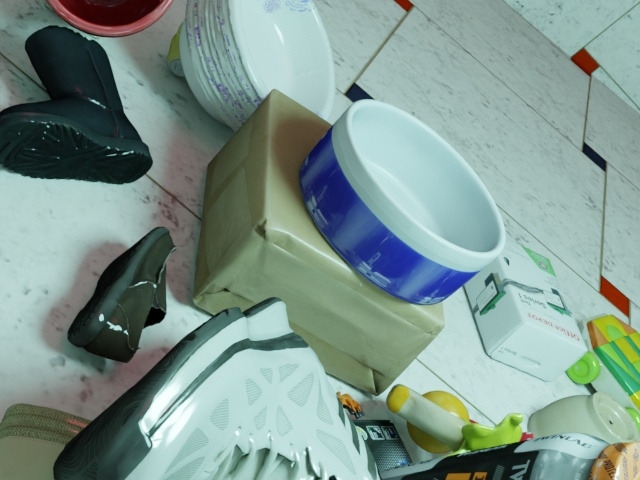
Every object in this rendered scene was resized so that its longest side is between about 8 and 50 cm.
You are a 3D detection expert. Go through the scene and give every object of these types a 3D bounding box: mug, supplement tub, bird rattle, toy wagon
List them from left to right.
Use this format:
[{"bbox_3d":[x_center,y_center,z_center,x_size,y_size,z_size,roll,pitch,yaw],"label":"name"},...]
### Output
[{"bbox_3d":[-0.218,-0.295,1.630,0.078,0.062,0.064,52,32,-29],"label":"mug"},{"bbox_3d":[0.182,0.240,1.316,0.207,0.143,0.253,32,6,15],"label":"bird rattle"},{"bbox_3d":[0.194,0.300,1.030,0.194,0.316,0.193,23,57,-39],"label":"supplement tub"},{"bbox_3d":[0.578,0.282,1.833,0.267,0.068,0.344,-6,55,-53],"label":"toy wagon"}]

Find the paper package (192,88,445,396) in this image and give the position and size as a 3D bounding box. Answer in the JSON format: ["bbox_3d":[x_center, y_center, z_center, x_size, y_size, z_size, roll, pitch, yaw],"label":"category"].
[{"bbox_3d":[0.000,0.000,1.403,0.309,0.168,0.325,31,31,-23],"label":"paper package"}]

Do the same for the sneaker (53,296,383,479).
[{"bbox_3d":[-0.047,0.203,0.957,0.257,0.169,0.447,50,15,5],"label":"sneaker"}]

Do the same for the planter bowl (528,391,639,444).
[{"bbox_3d":[0.411,0.298,1.570,0.162,0.109,0.162,30,32,-21],"label":"planter bowl"}]

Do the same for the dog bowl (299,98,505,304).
[{"bbox_3d":[0.105,-0.050,1.323,0.265,0.104,0.265,31,32,-22],"label":"dog bowl"}]

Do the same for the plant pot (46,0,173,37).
[{"bbox_3d":[-0.288,-0.371,1.399,0.191,0.191,0.174,33,2,-17],"label":"plant pot"}]

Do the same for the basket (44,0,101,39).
[{"bbox_3d":[-0.338,-0.397,1.574,0.113,0.103,0.167,33,30,-17],"label":"basket"}]

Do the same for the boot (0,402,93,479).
[{"bbox_3d":[-0.193,0.268,0.901,0.262,0.095,0.203,31,30,-12],"label":"boot"}]

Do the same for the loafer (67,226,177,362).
[{"bbox_3d":[-0.211,0.065,1.169,0.078,0.080,0.220,46,33,-15],"label":"loafer"}]

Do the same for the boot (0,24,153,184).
[{"bbox_3d":[-0.336,-0.180,1.299,0.246,0.094,0.207,8,48,-54],"label":"boot"}]

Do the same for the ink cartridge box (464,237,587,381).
[{"bbox_3d":[0.336,0.109,1.739,0.160,0.092,0.219,23,34,-30],"label":"ink cartridge box"}]

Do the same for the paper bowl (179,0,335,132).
[{"bbox_3d":[-0.107,-0.285,1.603,0.284,0.148,0.284,35,47,-49],"label":"paper bowl"}]

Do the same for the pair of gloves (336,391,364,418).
[{"bbox_3d":[0.012,0.199,1.280,0.083,0.010,0.074,16,8,-16],"label":"pair of gloves"}]

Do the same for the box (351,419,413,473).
[{"bbox_3d":[0.050,0.296,1.203,0.184,0.045,0.190,13,40,-45],"label":"box"}]
